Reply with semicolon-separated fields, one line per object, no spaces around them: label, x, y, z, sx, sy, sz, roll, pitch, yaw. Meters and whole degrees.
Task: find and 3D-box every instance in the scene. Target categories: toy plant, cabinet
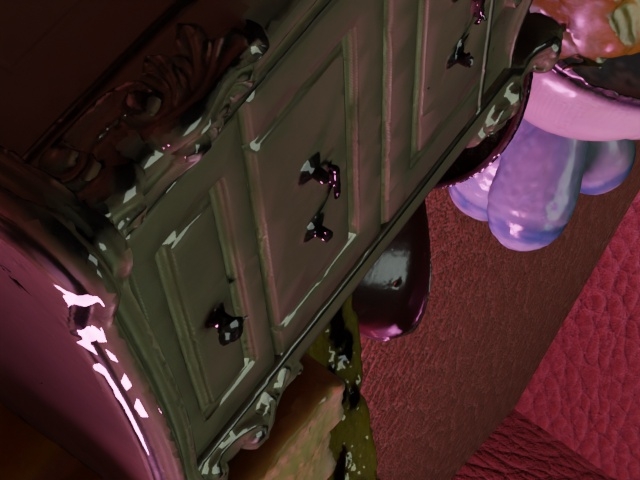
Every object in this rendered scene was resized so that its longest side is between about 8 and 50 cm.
toy plant;0.197;-0.124;1.280;0.247;0.247;0.332;-43;170;-36
cabinet;-0.052;-0.097;0.569;0.318;0.227;0.290;-50;161;-20

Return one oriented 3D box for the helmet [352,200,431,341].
helmet;0.000;0.000;1.061;0.106;0.175;0.155;-10;163;-37

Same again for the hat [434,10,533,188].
hat;0.063;-0.132;0.815;0.082;0.193;0.193;-30;151;-42

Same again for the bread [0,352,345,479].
bread;-0.153;0.116;0.696;0.246;0.239;0.111;-48;157;-29

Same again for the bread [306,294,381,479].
bread;-0.028;0.063;0.955;0.138;0.077;0.361;-45;134;-51

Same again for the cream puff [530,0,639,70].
cream puff;0.109;-0.211;0.900;0.195;0.221;0.194;-4;90;-73
